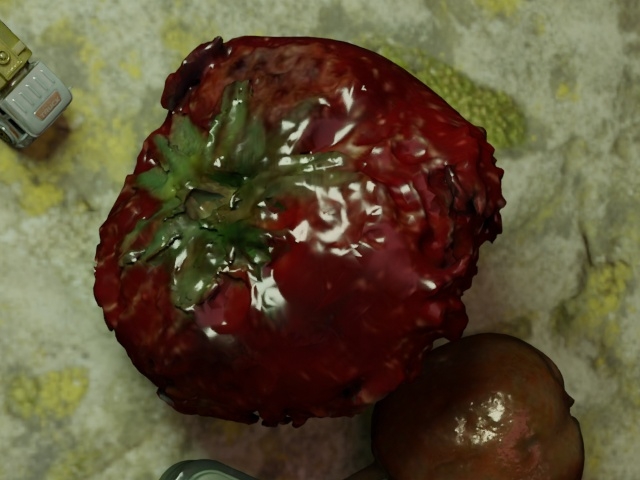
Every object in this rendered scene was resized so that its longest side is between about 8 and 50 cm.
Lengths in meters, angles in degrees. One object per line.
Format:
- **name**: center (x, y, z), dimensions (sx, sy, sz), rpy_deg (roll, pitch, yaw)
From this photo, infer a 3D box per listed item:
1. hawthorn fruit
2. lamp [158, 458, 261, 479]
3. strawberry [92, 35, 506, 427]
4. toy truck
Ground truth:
- **hawthorn fruit**: center (0.101, 0.142, 1.218), dimensions (0.189, 0.149, 0.149), rpy_deg (-16, 94, -29)
- **lamp**: center (-0.032, 0.315, 1.200), dimensions (0.266, 0.047, 0.269), rpy_deg (26, 77, -23)
- **strawberry**: center (0.000, 0.000, 1.151), dimensions (0.220, 0.274, 0.274), rpy_deg (39, 68, -57)
- **toy truck**: center (-0.217, -0.118, 1.131), dimensions (0.123, 0.063, 0.052), rpy_deg (45, 70, -16)
